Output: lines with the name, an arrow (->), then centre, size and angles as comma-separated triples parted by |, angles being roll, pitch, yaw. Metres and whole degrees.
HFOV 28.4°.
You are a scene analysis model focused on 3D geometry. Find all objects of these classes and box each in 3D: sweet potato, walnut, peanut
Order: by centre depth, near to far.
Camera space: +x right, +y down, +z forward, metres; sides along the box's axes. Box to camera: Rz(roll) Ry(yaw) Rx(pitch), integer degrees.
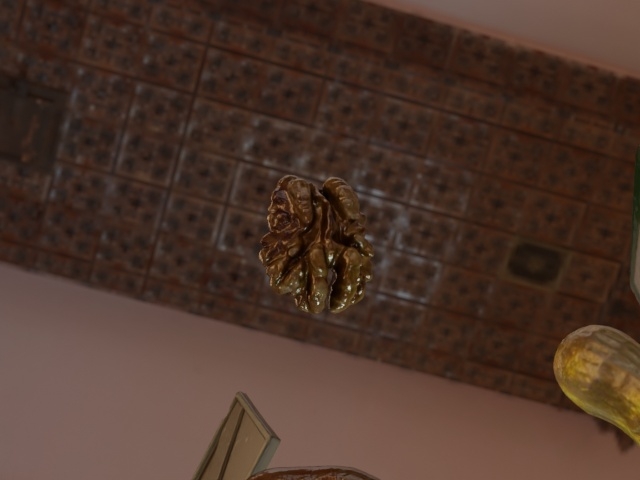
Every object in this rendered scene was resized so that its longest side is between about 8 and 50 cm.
peanut -> 0.300, 0.145, 1.138 | 0.206, 0.087, 0.087 | 35, -61, 35
sweet potato -> -0.038, 0.292, 1.425 | 0.058, 0.255, 0.078 | -47, 121, -78
walnut -> 0.000, 0.000, 1.488 | 0.069, 0.143, 0.170 | 144, -58, -60

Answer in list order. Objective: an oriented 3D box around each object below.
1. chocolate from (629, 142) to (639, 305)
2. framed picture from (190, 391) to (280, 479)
chocolate -> 0.456, 0.064, 1.050 | 0.360, 0.341, 0.161 | -97, -164, -60
framed picture -> -0.150, 0.357, 1.686 | 0.289, 0.020, 0.211 | -63, -162, 2
